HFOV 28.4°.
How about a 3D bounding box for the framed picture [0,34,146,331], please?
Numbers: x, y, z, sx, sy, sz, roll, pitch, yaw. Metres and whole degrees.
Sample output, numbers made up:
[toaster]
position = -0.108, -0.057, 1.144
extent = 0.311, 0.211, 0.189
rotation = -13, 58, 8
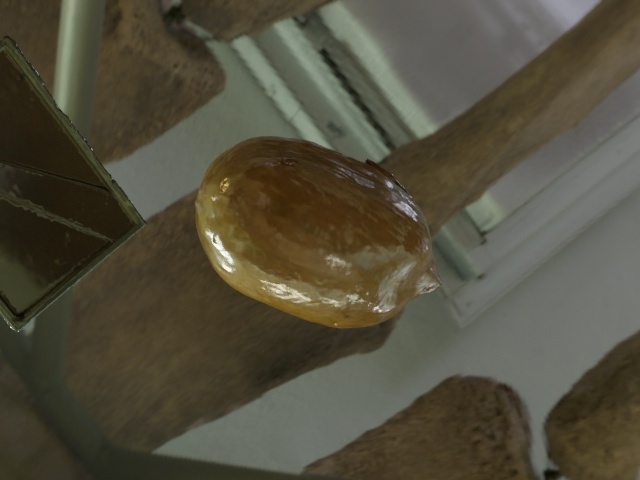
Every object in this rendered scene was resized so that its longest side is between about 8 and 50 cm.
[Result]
[framed picture]
position = -0.190, -0.034, 0.775
extent = 0.109, 0.011, 0.149
rotation = -41, -68, -18

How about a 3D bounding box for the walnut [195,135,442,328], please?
[walnut]
position = 0.000, 0.000, 1.414
extent = 0.298, 0.203, 0.203
rotation = 27, -112, -12
